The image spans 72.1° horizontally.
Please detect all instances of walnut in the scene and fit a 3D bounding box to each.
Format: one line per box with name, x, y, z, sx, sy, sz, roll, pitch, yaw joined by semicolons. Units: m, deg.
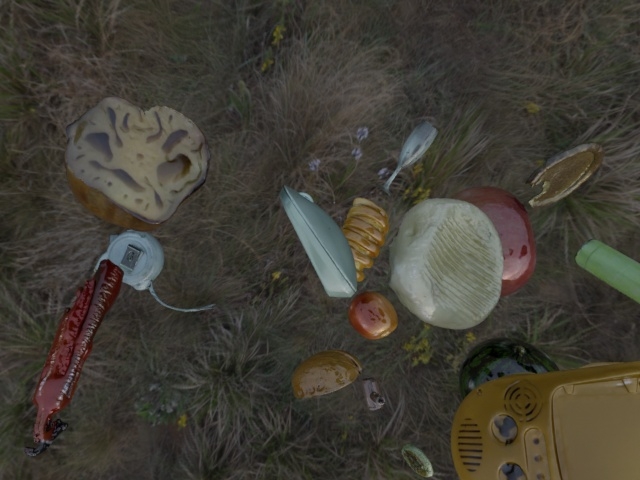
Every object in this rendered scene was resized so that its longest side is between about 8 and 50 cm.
walnut;0.004;0.354;1.210;0.211;0.167;0.087;-22;96;12

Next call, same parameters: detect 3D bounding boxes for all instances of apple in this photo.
apple;0.203;0.290;1.685;0.199;0.199;0.199;0;95;2
apple;0.453;0.004;1.270;0.269;0.345;0.345;-8;95;15

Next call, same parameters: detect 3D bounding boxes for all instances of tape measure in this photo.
tape measure;-0.421;0.086;1.167;0.330;0.084;0.164;23;96;2

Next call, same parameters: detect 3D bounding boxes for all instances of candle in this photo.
candle;-0.362;0.157;0.653;0.084;0.302;0.059;-27;133;27

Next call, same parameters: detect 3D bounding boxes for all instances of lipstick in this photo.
lipstick;0.688;0.099;0.929;0.076;0.304;0.076;-15;127;-21

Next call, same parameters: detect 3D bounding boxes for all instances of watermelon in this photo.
watermelon;0.512;0.388;1.191;0.269;0.269;0.269;0;95;2

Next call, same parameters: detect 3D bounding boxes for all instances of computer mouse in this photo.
computer mouse;0.006;-0.002;0.980;0.097;0.159;0.288;-25;106;1

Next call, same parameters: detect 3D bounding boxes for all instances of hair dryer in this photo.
hair dryer;0.207;0.582;1.646;0.064;0.182;0.117;-14;83;-10

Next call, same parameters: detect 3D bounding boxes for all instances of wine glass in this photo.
wine glass;0.217;-0.209;1.112;0.066;0.066;0.198;35;107;-1

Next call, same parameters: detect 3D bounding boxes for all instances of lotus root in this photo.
lotus root;-0.303;-0.116;0.726;0.188;0.180;0.199;42;62;-16

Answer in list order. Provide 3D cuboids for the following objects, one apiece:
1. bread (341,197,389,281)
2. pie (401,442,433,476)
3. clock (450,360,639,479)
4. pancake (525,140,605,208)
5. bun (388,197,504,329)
bread;0.146;0.008;1.603;0.173;0.121;0.311;31;75;-24
pie;0.219;0.498;0.995;0.017;0.085;0.085;-30;94;-35
clock;0.345;0.301;0.632;0.200;0.317;0.244;33;53;-37
pancake;0.746;-0.195;1.367;0.286;0.288;0.033;-12;58;-23
bun;0.205;0.039;0.756;0.231;0.133;0.231;1;88;-27
